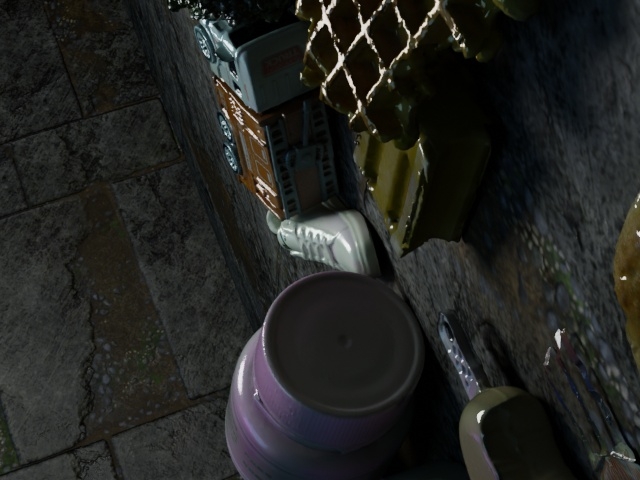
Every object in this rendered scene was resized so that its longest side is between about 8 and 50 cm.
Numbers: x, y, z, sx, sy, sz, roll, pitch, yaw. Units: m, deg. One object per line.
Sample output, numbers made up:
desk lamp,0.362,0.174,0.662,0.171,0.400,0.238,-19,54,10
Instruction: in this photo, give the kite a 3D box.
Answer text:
kite,0.243,0.185,0.901,0.127,0.016,0.229,110,139,-67

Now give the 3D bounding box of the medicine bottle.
medicine bottle,0.005,0.208,1.455,0.325,0.256,0.256,106,145,-56

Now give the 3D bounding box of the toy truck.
toy truck,-0.060,-0.179,1.436,0.162,0.136,0.305,51,161,41

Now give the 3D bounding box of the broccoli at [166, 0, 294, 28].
broccoli,-0.113,-0.408,1.278,0.145,0.165,0.304,15,-107,-73

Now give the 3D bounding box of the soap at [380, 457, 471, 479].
soap,0.185,0.402,1.294,0.324,0.109,0.192,-130,24,-63

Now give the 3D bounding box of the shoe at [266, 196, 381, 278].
shoe,0.000,0.000,1.504,0.265,0.110,0.095,-128,23,-65

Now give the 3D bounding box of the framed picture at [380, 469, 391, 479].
framed picture,0.046,0.351,1.734,0.339,0.014,0.255,37,-155,-61

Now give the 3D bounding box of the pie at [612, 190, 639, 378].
pie,0.233,0.050,0.632,0.185,0.052,0.218,-115,14,-53

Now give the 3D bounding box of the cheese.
cheese,0.178,0.192,1.051,0.163,0.082,0.286,93,156,-60

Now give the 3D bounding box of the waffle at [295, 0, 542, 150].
waffle,0.057,-0.212,0.819,0.301,0.058,0.281,-7,90,64

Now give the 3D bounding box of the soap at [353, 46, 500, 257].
soap,0.093,-0.086,1.005,0.233,0.076,0.135,98,152,-67
